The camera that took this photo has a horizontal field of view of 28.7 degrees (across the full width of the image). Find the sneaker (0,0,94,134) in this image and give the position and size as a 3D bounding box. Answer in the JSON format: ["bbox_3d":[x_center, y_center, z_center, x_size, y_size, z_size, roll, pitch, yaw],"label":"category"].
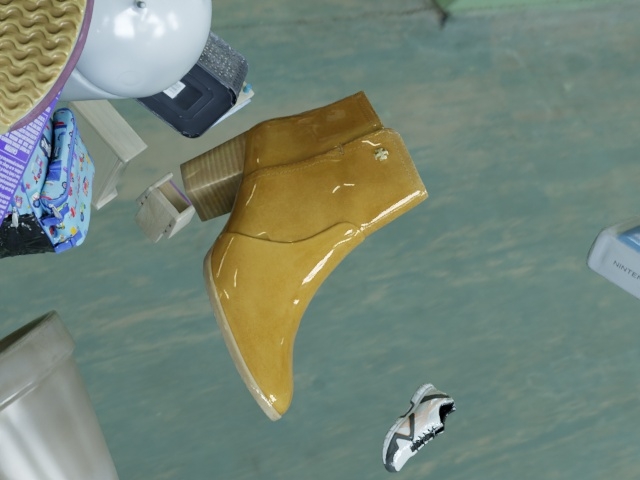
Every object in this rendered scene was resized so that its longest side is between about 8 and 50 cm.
[{"bbox_3d":[-0.135,-0.140,0.615,0.070,0.084,0.185,15,90,-2],"label":"sneaker"}]

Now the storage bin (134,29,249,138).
[{"bbox_3d":[-0.207,-0.246,1.781,0.180,0.122,0.084,38,39,-20],"label":"storage bin"}]

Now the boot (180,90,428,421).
[{"bbox_3d":[0.000,0.000,1.135,0.211,0.104,0.295,-20,59,4],"label":"boot"}]

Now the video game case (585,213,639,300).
[{"bbox_3d":[0.247,0.033,0.567,0.193,0.023,0.212,35,30,27],"label":"video game case"}]

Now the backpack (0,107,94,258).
[{"bbox_3d":[-0.321,-0.085,1.342,0.117,0.173,0.158,-3,53,5],"label":"backpack"}]

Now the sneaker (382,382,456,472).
[{"bbox_3d":[0.103,0.200,1.321,0.109,0.044,0.040,-55,144,-22],"label":"sneaker"}]

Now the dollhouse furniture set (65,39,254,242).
[{"bbox_3d":[-0.241,-0.182,2.027,0.303,0.198,0.286,-40,89,-30],"label":"dollhouse furniture set"}]

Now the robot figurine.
[{"bbox_3d":[-0.264,-0.258,1.417,0.300,0.353,0.199,-37,118,-40],"label":"robot figurine"}]

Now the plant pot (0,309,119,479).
[{"bbox_3d":[-0.445,0.304,1.812,0.323,0.323,0.280,-37,98,-36],"label":"plant pot"}]

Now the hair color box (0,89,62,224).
[{"bbox_3d":[-0.366,-0.045,1.042,0.185,0.110,0.338,23,85,10],"label":"hair color box"}]
